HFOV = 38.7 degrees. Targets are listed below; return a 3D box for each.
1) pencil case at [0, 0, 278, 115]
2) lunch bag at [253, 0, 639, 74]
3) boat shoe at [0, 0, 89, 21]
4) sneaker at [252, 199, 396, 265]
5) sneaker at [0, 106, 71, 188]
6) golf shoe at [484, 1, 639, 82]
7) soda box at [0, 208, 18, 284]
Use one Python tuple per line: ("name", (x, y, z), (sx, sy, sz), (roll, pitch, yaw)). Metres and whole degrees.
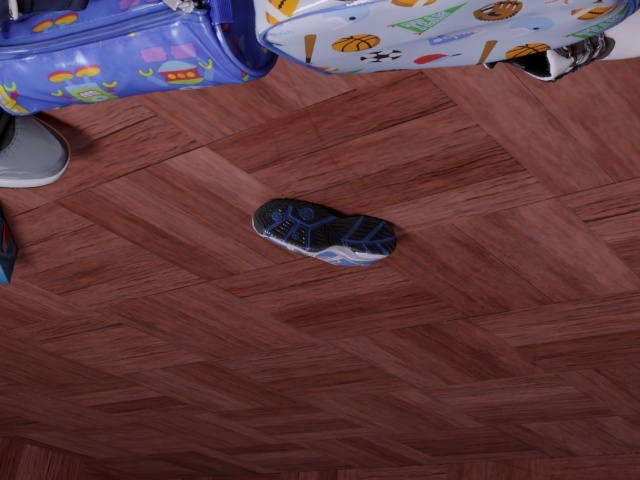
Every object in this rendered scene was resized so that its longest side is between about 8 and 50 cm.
("pencil case", (-0.192, -0.199, 0.899), (0.306, 0.119, 0.133), (-5, 176, 23))
("lunch bag", (0.104, -0.215, 0.718), (0.303, 0.115, 0.243), (-9, 176, 21))
("boat shoe", (-0.243, -0.305, 0.671), (0.158, 0.127, 0.340), (-15, 150, -27))
("sneaker", (0.000, 0.000, 1.320), (0.211, 0.080, 0.081), (15, 150, -13))
("sneaker", (-0.425, -0.158, 1.059), (0.295, 0.124, 0.178), (18, 162, -20))
("golf shoe", (0.237, -0.183, 0.862), (0.198, 0.094, 0.077), (6, 154, -1))
("soda box", (-0.545, -0.001, 1.469), (0.071, 0.067, 0.210), (8, 155, -5))
